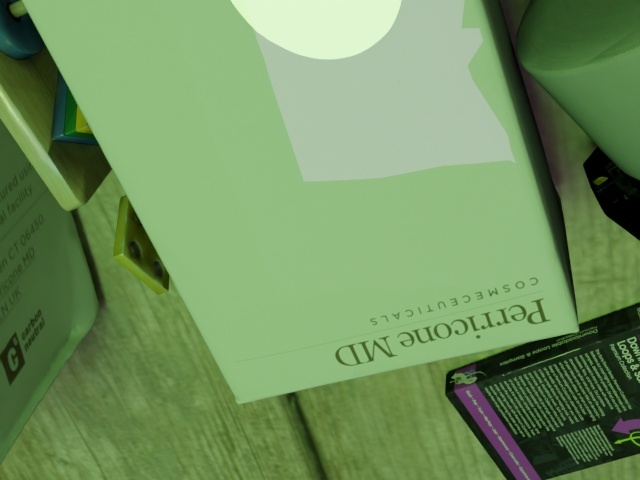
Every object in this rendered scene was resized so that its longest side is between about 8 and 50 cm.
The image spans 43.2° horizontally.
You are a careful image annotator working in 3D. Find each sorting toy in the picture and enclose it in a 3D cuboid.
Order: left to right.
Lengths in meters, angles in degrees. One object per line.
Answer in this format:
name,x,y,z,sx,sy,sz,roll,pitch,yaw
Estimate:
sorting toy,-0.133,-0.100,0.458,0.046,0.132,0.274,-18,117,19

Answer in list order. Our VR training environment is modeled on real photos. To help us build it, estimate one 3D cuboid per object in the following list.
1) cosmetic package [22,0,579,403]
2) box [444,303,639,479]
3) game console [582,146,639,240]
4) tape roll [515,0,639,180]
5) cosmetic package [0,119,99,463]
cosmetic package,-0.015,-0.119,0.401,0.197,0.155,0.365,-17,113,19
box,0.191,0.119,0.600,0.162,0.029,0.116,-24,116,25
game console,0.324,-0.107,0.410,0.213,0.044,0.361,27,118,-20
tape roll,0.188,-0.125,0.329,0.072,0.219,0.219,41,120,-17
cosmetic package,-0.400,0.005,0.458,0.394,0.329,0.327,0,123,12
